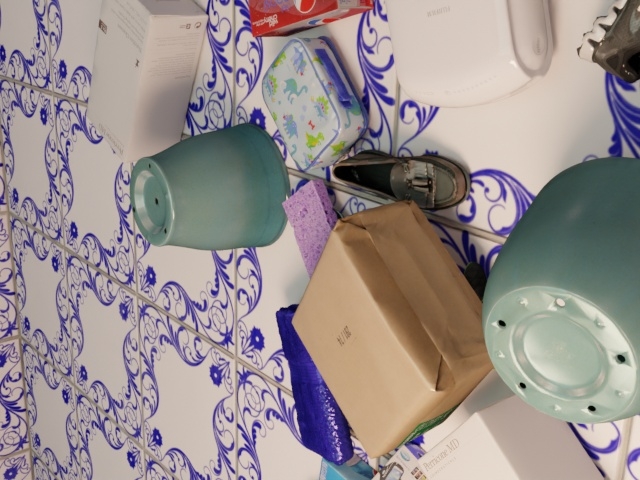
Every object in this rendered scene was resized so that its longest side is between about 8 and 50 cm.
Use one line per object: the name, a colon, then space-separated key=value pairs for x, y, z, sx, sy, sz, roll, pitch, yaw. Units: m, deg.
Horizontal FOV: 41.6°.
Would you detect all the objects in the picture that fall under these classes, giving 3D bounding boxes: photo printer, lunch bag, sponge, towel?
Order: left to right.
towel: x=-0.019 y=0.275 z=1.655 sx=0.227 sy=0.076 sz=0.308 roll=152 pitch=104 yaw=-79
lunch bag: x=-0.010 y=-0.251 z=1.540 sx=0.176 sy=0.090 sz=0.219 roll=-46 pitch=65 yaw=49
sponge: x=0.000 y=0.000 z=1.612 sx=0.117 sy=0.031 sz=0.210 roll=-32 pitch=75 yaw=51
photo printer: x=0.204 y=-0.348 z=1.218 sx=0.256 sy=0.107 sz=0.308 roll=2 pitch=104 yaw=53

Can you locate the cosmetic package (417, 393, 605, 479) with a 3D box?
cosmetic package: x=0.331 y=0.426 z=1.253 sx=0.366 sy=0.155 sz=0.197 roll=57 pitch=141 yaw=22

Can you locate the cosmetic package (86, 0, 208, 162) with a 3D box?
cosmetic package: x=-0.410 y=-0.398 z=1.953 sx=0.217 sy=0.156 sz=0.385 roll=46 pitch=132 yaw=32

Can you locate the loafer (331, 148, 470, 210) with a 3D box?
loafer: x=0.128 y=-0.098 z=1.413 sx=0.267 sy=0.084 sz=0.096 roll=15 pitch=112 yaw=49

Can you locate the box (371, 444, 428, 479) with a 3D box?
box: x=0.148 y=0.442 z=1.548 sx=0.136 sy=0.028 sz=0.081 roll=-47 pitch=54 yaw=2

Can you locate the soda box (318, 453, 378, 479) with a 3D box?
soda box: x=0.089 y=0.496 z=1.648 sx=0.210 sy=0.071 sz=0.067 roll=32 pitch=124 yaw=43

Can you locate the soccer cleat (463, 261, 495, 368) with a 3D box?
soccer cleat: x=0.265 y=0.119 z=1.332 sx=0.072 sy=0.060 sz=0.179 roll=2 pitch=108 yaw=42

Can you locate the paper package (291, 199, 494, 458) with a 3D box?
paper package: x=0.116 y=0.152 z=1.381 sx=0.309 sy=0.168 sz=0.325 roll=59 pitch=152 yaw=22

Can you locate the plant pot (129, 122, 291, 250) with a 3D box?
plant pot: x=-0.242 y=-0.096 z=1.747 sx=0.271 sy=0.255 sz=0.272 roll=18 pitch=114 yaw=47

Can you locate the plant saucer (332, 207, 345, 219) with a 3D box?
plant saucer: x=0.024 y=-0.010 z=1.623 sx=0.119 sy=0.021 sz=0.119 roll=19 pitch=115 yaw=47

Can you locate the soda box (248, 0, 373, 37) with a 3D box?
soda box: x=-0.024 y=-0.430 z=1.510 sx=0.263 sy=0.083 sz=0.092 roll=2 pitch=101 yaw=52

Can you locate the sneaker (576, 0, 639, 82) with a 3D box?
sneaker: x=0.409 y=-0.287 z=1.011 sx=0.106 sy=0.078 sz=0.234 roll=51 pitch=140 yaw=25

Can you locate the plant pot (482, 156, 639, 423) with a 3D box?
plant pot: x=0.333 y=0.080 z=1.016 sx=0.293 sy=0.235 sz=0.293 roll=22 pitch=130 yaw=29
